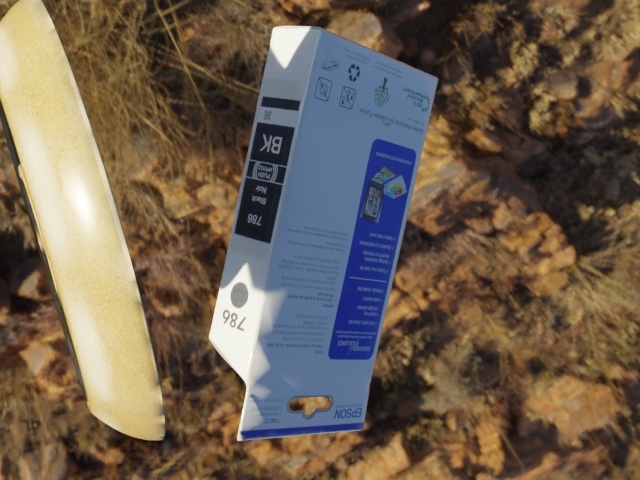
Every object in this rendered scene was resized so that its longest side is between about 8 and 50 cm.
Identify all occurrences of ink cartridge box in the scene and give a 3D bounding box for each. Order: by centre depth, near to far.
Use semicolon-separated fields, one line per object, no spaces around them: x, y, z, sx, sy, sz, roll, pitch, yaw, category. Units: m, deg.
0.000;0.000;0.771;0.165;0.065;0.332;10;92;-48;ink cartridge box

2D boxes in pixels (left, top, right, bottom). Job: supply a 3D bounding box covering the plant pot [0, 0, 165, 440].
-0.131;-0.006;0.462;0.032;0.236;0.236;-17;135;-18;plant pot
